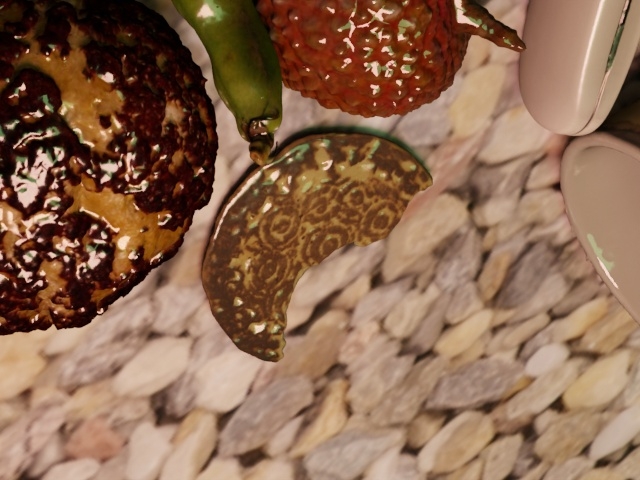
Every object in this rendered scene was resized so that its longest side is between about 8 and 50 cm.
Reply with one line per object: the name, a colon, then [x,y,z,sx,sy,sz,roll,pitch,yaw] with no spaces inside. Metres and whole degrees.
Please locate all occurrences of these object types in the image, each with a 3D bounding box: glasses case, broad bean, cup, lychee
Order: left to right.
broad bean: [-0.080,-0.164,1.017,0.065,0.046,0.254,-30,90,-40]
lychee: [0.036,-0.158,1.073,0.197,0.165,0.165,8,123,16]
glasses case: [0.195,-0.187,1.188,0.059,0.092,0.233,0,117,-25]
cup: [0.346,-0.070,1.242,0.257,0.227,0.301,-38,162,-15]

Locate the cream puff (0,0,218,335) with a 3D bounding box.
cream puff: [-0.176,-0.048,1.031,0.239,0.165,0.239,-14,126,-20]

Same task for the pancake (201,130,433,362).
pancake: [0.000,0.000,1.244,0.191,0.020,0.184,-19,125,-15]
